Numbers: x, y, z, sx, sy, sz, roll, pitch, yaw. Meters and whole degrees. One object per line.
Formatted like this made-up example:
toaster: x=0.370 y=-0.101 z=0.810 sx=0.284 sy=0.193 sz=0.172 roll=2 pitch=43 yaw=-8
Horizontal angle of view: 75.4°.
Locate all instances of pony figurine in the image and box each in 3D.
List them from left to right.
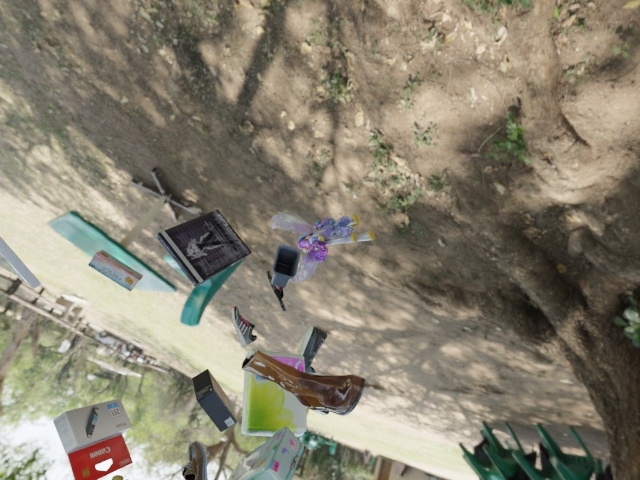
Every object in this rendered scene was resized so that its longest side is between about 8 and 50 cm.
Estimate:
pony figurine: x=0.000 y=0.000 z=1.743 sx=0.363 sy=0.303 sz=0.351 roll=-16 pitch=175 yaw=29

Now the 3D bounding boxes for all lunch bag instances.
lunch bag: x=-0.180 y=0.731 z=1.314 sx=0.279 sy=0.224 sz=0.108 roll=-42 pitch=88 yaw=22

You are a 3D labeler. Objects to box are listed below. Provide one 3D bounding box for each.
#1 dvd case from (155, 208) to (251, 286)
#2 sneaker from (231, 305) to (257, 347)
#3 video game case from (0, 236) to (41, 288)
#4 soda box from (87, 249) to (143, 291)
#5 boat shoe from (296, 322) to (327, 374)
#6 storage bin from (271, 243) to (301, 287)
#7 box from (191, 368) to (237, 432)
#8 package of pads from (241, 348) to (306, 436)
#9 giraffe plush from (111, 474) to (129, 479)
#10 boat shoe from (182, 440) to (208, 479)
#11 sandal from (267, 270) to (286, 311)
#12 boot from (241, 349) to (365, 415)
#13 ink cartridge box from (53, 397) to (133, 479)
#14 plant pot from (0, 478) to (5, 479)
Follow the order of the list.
dvd case: x=-0.305 y=0.013 z=1.113 sx=0.165 sy=0.221 sz=0.018 roll=51 pitch=125 yaw=3
sneaker: x=-0.293 y=0.326 z=1.599 sx=0.074 sy=0.171 sz=0.063 roll=-19 pitch=-174 yaw=-7
video game case: x=-1.206 y=0.014 z=1.526 sx=0.299 sy=0.036 sz=0.329 roll=16 pitch=137 yaw=33
soda box: x=-0.773 y=0.114 z=1.568 sx=0.183 sy=0.063 sz=0.058 roll=36 pitch=-174 yaw=-11
boat shoe: x=-0.064 y=0.538 z=1.801 sx=0.112 sy=0.340 sz=0.127 roll=22 pitch=173 yaw=-9
storage bin: x=-0.124 y=0.098 z=1.465 sx=0.098 sy=0.135 sz=0.091 roll=17 pitch=135 yaw=-9
box: x=-0.547 y=0.823 z=2.133 sx=0.184 sy=0.103 sz=0.261 roll=43 pitch=159 yaw=60
package of pads: x=-0.166 y=0.564 z=1.535 sx=0.229 sy=0.297 sz=0.101 roll=13 pitch=141 yaw=-21
giraffe plush: x=-0.616 y=0.766 z=1.172 sx=0.181 sy=0.170 sz=0.210 roll=50 pitch=132 yaw=15
boat shoe: x=-0.408 y=0.745 z=1.341 sx=0.066 sy=0.183 sz=0.066 roll=19 pitch=122 yaw=-43
sandal: x=-0.151 y=0.181 z=1.518 sx=0.040 sy=0.179 sz=0.067 roll=-28 pitch=143 yaw=-5
boot: x=-0.049 y=0.352 z=1.093 sx=0.280 sy=0.096 sz=0.264 roll=35 pitch=148 yaw=-12
ink cartridge box: x=-0.845 y=0.764 z=1.597 sx=0.261 sy=0.066 sz=0.296 roll=57 pitch=-175 yaw=17
plant pot: x=-0.773 y=0.714 z=0.956 sx=0.195 sy=0.291 sz=0.290 roll=10 pitch=155 yaw=-3
